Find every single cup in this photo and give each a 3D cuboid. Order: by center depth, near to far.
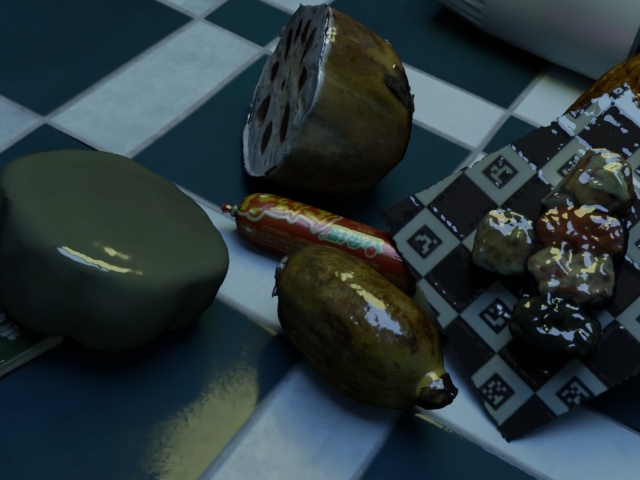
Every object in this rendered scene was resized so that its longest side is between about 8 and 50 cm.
[{"bbox_3d":[0.390,-0.424,1.865,0.371,0.253,0.253,25,42,16],"label":"cup"}]

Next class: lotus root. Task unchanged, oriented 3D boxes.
[{"bbox_3d":[0.050,0.104,1.264,0.260,0.145,0.128,36,68,28],"label":"lotus root"},{"bbox_3d":[0.021,-0.179,1.516,0.192,0.272,0.272,15,40,-14],"label":"lotus root"}]

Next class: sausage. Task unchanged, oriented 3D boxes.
[{"bbox_3d":[0.000,0.000,1.423,0.264,0.083,0.083,18,41,7],"label":"sausage"}]

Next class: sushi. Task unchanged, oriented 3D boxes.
[{"bbox_3d":[0.277,0.012,1.293,0.339,0.069,0.320,-27,70,4],"label":"sushi"}]

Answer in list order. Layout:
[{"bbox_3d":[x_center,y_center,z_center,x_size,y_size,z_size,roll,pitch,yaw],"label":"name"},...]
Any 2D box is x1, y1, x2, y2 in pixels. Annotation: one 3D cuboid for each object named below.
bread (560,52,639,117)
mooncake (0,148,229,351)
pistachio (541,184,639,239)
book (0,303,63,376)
[{"bbox_3d":[0.450,-0.163,1.592,0.148,0.270,0.270,50,39,-18],"label":"bread"},{"bbox_3d":[-0.244,0.010,1.278,0.275,0.135,0.275,19,31,-12],"label":"mooncake"},{"bbox_3d":[0.391,-0.003,1.445,0.332,0.226,0.208,1,82,-13],"label":"pistachio"},{"bbox_3d":[-0.442,0.104,1.220,0.202,0.027,0.264,37,46,25],"label":"book"}]
